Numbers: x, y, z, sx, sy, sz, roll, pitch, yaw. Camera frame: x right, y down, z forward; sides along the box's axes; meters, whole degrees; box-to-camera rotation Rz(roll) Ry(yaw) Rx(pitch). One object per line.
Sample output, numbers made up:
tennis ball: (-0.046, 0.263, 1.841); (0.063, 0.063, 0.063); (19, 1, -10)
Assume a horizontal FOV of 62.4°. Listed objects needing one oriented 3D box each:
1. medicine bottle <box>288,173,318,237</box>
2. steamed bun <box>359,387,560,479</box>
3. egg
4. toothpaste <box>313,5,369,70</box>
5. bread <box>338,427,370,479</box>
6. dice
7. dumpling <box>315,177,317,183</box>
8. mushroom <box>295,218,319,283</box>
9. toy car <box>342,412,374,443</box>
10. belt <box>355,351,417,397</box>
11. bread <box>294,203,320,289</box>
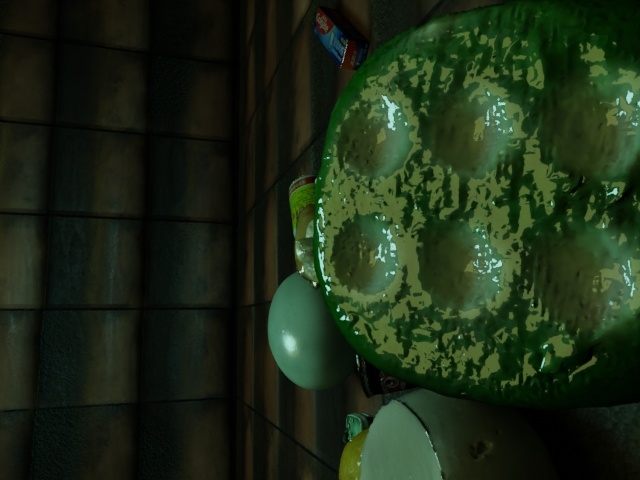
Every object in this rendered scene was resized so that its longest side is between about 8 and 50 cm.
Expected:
medicine bottle: (-0.011, -0.061, 1.461); (0.139, 0.139, 0.226); (117, 150, -52)
steamed bun: (0.188, 0.356, 0.704); (0.324, 0.206, 0.325); (-171, 90, -75)
egg: (-0.018, 0.208, 1.313); (0.371, 0.229, 0.230); (-105, 24, -58)
toothpaste: (0.051, -0.561, 1.452); (0.320, 0.066, 0.076); (-112, 30, -50)
bread: (0.125, 0.468, 0.991); (0.240, 0.139, 0.240); (-178, 90, -72)
dice: (0.186, -0.027, 0.480); (0.297, 0.300, 0.287); (7, 95, 40)
dumpling: (0.064, -0.175, 1.306); (0.199, 0.118, 0.136); (7, 80, 45)
mushroom: (0.007, 0.020, 1.130); (0.148, 0.112, 0.148); (172, 90, -70)
toy car: (0.106, 0.492, 1.150); (0.090, 0.076, 0.224); (153, 110, -68)
belt: (0.118, 0.196, 0.901); (0.359, 0.094, 0.126); (51, -142, -76)
bread: (0.038, -0.008, 1.269); (0.133, 0.174, 0.252); (126, 150, -48)
